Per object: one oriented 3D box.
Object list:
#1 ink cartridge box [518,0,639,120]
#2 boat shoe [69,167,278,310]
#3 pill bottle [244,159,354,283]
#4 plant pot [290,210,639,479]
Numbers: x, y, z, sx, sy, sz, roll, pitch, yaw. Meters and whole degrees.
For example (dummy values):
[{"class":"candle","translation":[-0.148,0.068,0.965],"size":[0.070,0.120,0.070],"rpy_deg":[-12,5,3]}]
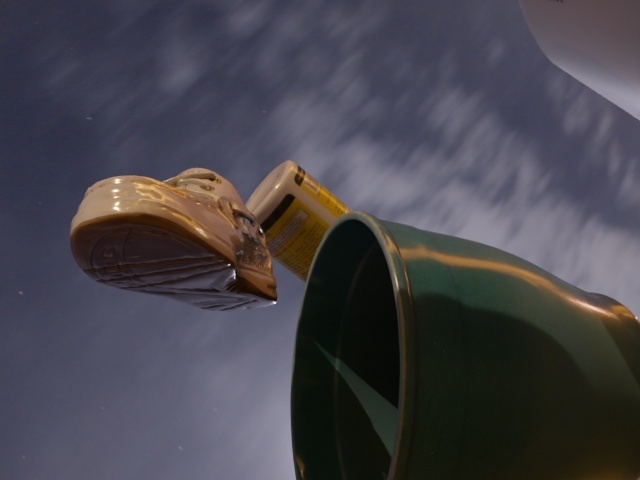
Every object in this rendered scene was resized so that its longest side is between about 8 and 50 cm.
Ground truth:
[{"class":"ink cartridge box","translation":[0.192,-0.148,0.438],"size":[0.384,0.308,0.091],"rpy_deg":[24,-71,-16]},{"class":"boat shoe","translation":[-0.101,-0.009,0.521],"size":[0.277,0.098,0.096],"rpy_deg":[56,-150,-74]},{"class":"pill bottle","translation":[0.000,0.000,0.923],"size":[0.208,0.119,0.119],"rpy_deg":[39,-108,-16]},{"class":"plant pot","translation":[0.131,0.124,0.590],"size":[0.255,0.271,0.272],"rpy_deg":[6,-86,-16]}]
